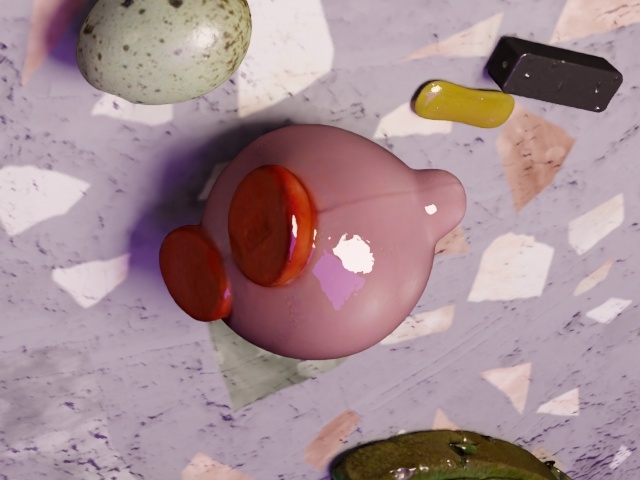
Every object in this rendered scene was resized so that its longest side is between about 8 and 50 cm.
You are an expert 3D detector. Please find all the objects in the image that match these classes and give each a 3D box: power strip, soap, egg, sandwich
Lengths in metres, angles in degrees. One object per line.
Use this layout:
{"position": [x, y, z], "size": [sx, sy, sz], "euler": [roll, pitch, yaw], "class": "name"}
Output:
{"position": [0.178, -0.125, 0.939], "size": [0.111, 0.029, 0.038], "euler": [7, 125, -35], "class": "power strip"}
{"position": [0.110, -0.102, 0.936], "size": [0.089, 0.012, 0.034], "euler": [4, 126, -31], "class": "soap"}
{"position": [-0.095, -0.124, 0.757], "size": [0.110, 0.085, 0.085], "euler": [-27, 136, 1], "class": "egg"}
{"position": [0.123, 0.287, 1.224], "size": [0.212, 0.109, 0.292], "euler": [-45, 135, 14], "class": "sandwich"}

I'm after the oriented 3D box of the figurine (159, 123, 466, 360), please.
{"position": [0.000, 0.000, 0.862], "size": [0.173, 0.173, 0.173], "euler": [-15, 134, -16], "class": "figurine"}
